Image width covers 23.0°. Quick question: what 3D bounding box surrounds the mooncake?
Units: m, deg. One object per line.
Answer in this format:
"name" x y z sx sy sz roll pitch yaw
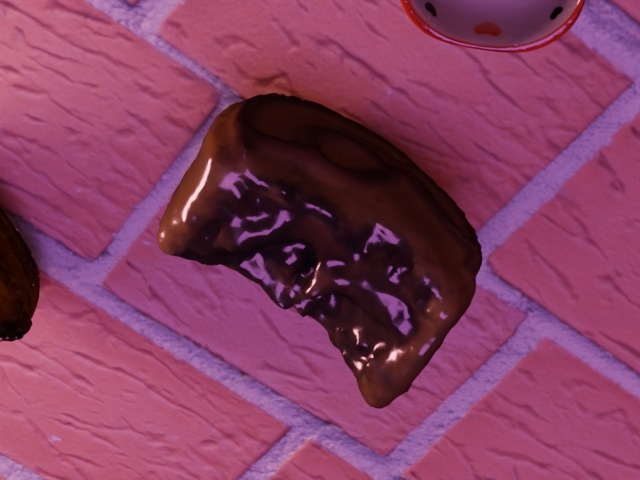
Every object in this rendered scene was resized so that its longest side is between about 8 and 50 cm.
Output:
"mooncake" 0.000 0.000 2.022 0.394 0.393 0.246 8 132 -41

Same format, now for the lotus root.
"lotus root" -0.544 -0.006 2.210 0.195 0.179 0.397 -21 120 17

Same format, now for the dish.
"dish" 0.214 -0.362 1.921 0.256 0.117 0.256 3 124 5
